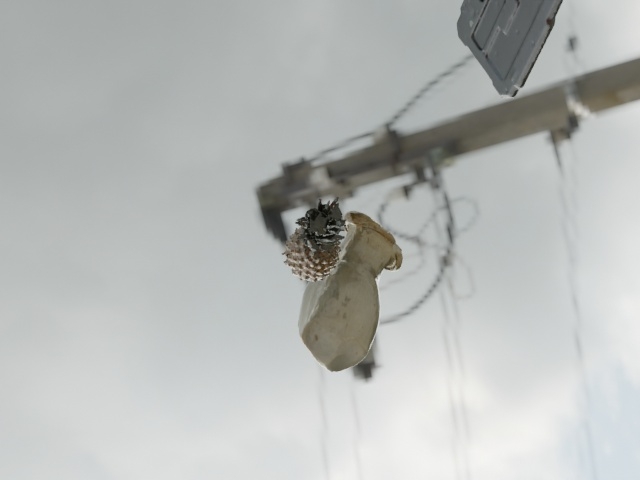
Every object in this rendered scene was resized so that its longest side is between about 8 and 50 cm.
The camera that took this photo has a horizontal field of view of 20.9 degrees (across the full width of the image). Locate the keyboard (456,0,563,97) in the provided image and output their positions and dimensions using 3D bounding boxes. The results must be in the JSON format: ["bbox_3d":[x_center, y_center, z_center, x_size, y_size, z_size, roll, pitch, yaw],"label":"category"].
[{"bbox_3d":[0.176,-0.235,1.418,0.016,0.262,0.106,-13,-124,-29],"label":"keyboard"}]

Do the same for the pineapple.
[{"bbox_3d":[0.000,0.000,1.626,0.058,0.124,0.058,3,-106,-10],"label":"pineapple"}]

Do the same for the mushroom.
[{"bbox_3d":[0.033,0.060,2.012,0.097,0.088,0.212,23,-131,5],"label":"mushroom"}]
